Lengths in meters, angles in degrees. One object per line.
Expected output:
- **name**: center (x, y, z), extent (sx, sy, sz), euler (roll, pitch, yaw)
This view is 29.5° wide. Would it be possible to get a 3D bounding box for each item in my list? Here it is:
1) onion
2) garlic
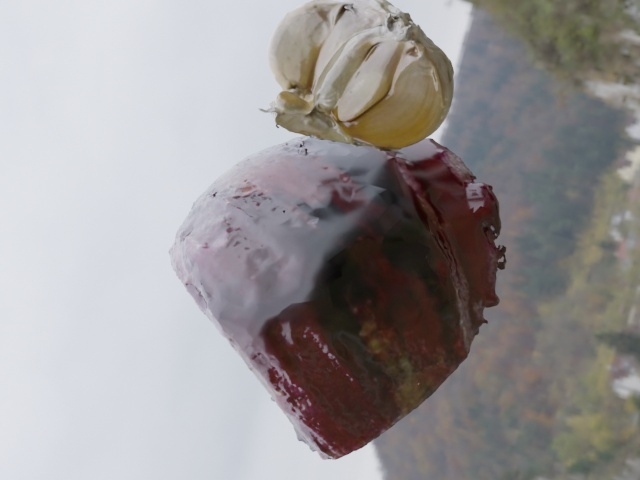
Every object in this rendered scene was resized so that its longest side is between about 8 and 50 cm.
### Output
- **onion**: center (0.000, 0.000, 1.074), extent (0.280, 0.314, 0.146), euler (-45, -35, 4)
- **garlic**: center (0.026, -0.103, 0.715), extent (0.094, 0.113, 0.074), euler (-58, 6, 30)
